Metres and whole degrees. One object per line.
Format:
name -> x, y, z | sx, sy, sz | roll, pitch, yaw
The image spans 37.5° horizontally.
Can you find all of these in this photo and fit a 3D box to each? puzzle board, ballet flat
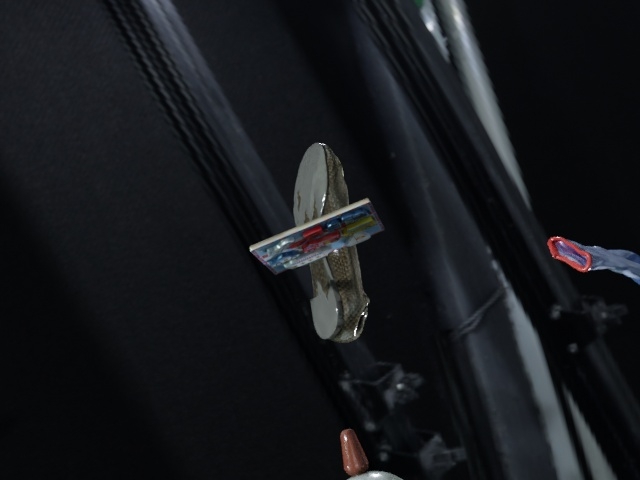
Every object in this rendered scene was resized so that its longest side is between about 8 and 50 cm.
puzzle board -> 0.000, 0.000, 0.963 | 0.096, 0.128, 0.011 | 53, -163, -68
ballet flat -> 0.017, 0.000, 1.095 | 0.058, 0.084, 0.250 | 7, -120, -28

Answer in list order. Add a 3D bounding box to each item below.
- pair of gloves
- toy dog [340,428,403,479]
pair of gloves -> 0.268, 0.047, 0.691 | 0.159, 0.198, 0.023 | 13, -74, -27
toy dog -> 0.005, 0.310, 0.941 | 0.161, 0.220, 0.334 | 61, -158, -1
